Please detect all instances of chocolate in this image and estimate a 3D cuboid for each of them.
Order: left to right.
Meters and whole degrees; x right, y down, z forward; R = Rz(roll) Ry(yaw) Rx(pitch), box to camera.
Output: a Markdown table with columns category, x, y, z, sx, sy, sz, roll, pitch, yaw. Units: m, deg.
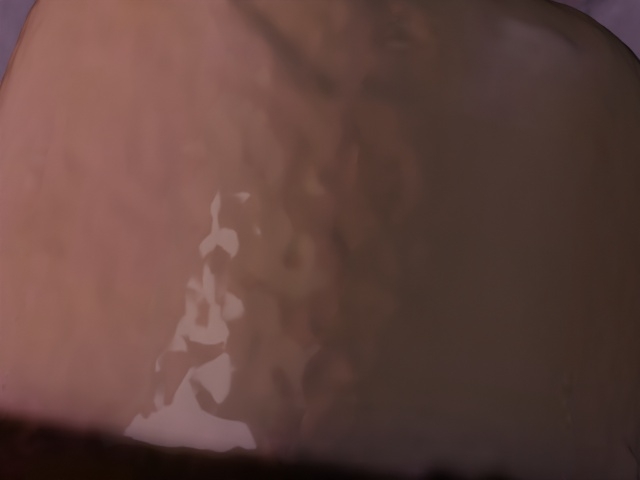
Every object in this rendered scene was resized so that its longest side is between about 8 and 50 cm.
| category | x | y | z | sx | sy | sz | roll | pitch | yaw |
| --- | --- | --- | --- | --- | --- | --- | --- | --- | --- |
| chocolate | 0.000 | 0.000 | 0.745 | 0.314 | 0.326 | 0.297 | 10 | 95 | -21 |
